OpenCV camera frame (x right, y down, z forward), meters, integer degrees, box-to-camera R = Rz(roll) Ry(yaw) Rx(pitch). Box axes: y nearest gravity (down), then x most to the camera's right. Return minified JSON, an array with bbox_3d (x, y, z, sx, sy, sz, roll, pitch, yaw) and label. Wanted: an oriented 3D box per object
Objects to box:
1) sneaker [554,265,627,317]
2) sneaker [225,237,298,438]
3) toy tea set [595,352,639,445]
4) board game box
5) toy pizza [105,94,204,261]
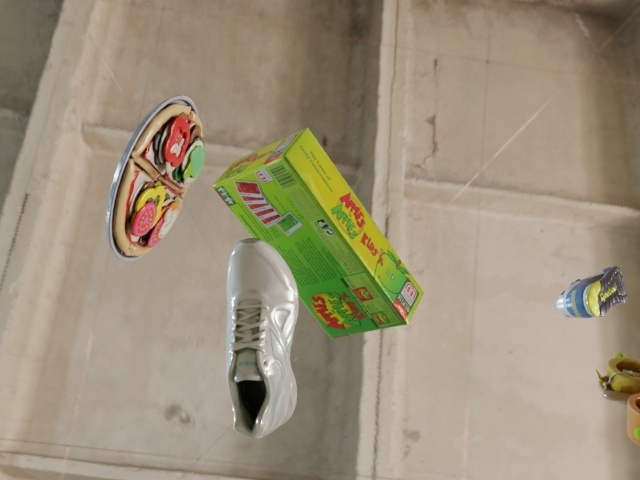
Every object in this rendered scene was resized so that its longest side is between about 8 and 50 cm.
[{"bbox_3d":[0.357,0.068,1.028,0.144,0.059,0.053,-10,-96,-48],"label":"sneaker"},{"bbox_3d":[-0.046,0.074,0.587,0.054,0.061,0.152,-4,-84,14],"label":"sneaker"},{"bbox_3d":[0.497,0.216,1.036,0.200,0.336,0.124,5,-70,5],"label":"toy tea set"},{"bbox_3d":[0.000,0.000,0.673,0.181,0.092,0.043,54,-134,-20],"label":"board game box"},{"bbox_3d":[-0.179,-0.067,0.899,0.032,0.201,0.201,21,-109,9],"label":"toy pizza"}]
